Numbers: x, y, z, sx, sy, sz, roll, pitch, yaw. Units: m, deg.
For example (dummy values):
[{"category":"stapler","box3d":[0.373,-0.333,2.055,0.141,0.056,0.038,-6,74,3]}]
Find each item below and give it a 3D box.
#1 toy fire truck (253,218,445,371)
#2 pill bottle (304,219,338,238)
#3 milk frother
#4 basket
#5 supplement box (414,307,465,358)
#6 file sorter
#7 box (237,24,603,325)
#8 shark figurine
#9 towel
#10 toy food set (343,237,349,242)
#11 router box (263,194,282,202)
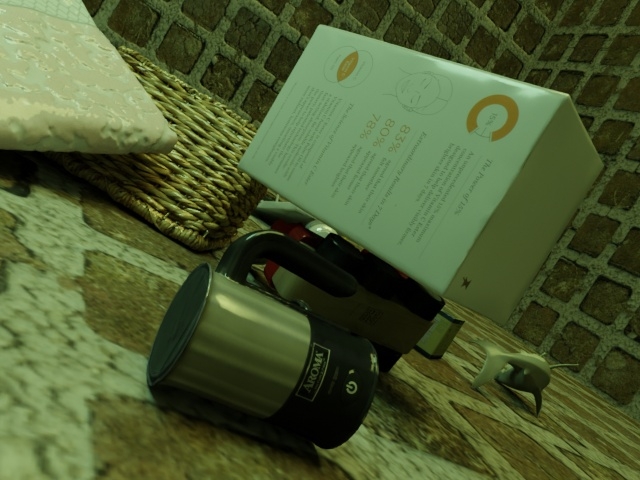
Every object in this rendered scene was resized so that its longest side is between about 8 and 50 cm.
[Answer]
[{"category":"toy fire truck","box3d":[0.003,0.047,0.767,0.217,0.158,0.246,27,17,-34]},{"category":"pill bottle","box3d":[0.000,0.000,1.392,0.087,0.087,0.160,30,5,-7]},{"category":"milk frother","box3d":[-0.050,0.074,0.426,0.135,0.129,0.143,29,-38,-22]},{"category":"basket","box3d":[-0.251,-0.102,0.886,0.299,0.223,0.213,31,-28,2]},{"category":"supplement box","box3d":[0.204,0.160,1.027,0.056,0.083,0.083,34,6,28]},{"category":"file sorter","box3d":[-0.046,-0.129,1.569,0.193,0.172,0.278,5,-11,34]},{"category":"box","box3d":[0.101,-0.088,0.681,0.345,0.214,0.168,34,5,40]},{"category":"shark figurine","box3d":[0.374,0.258,1.045,0.166,0.116,0.278,-4,-22,27]},{"category":"towel","box3d":[-0.366,-0.225,0.668,0.316,0.053,0.332,54,30,15]},{"category":"toy food set","box3d":[0.025,-0.019,1.815,0.128,0.071,0.218,27,6,-38]},{"category":"router box","box3d":[-0.135,-0.096,1.774,0.179,0.046,0.133,35,7,42]}]
